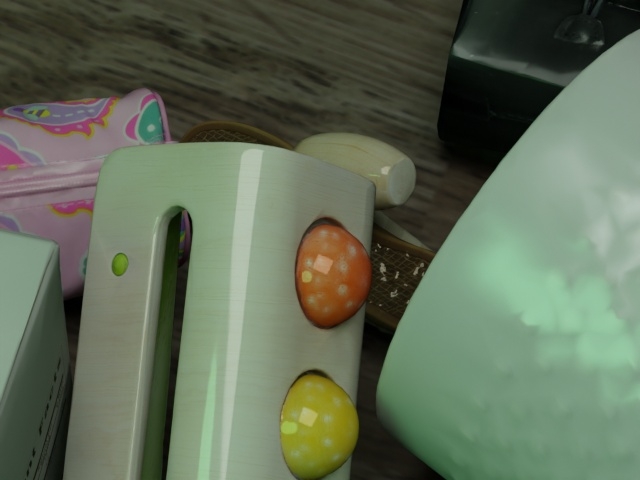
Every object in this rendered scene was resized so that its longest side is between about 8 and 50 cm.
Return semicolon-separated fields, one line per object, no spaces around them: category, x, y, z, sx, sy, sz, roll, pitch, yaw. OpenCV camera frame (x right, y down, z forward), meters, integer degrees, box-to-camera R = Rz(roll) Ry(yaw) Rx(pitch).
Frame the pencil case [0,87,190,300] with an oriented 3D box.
pencil case;-0.219;-0.014;1.073;0.284;0.124;0.124;-9;62;-22

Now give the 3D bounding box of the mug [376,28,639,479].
mug;0.248;0.056;0.924;0.328;0.374;0.276;37;50;19

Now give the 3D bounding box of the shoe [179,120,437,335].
shoe;0.000;0.000;1.151;0.219;0.058;0.076;34;86;17

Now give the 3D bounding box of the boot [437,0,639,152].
boot;0.333;-0.153;1.216;0.445;0.146;0.367;11;38;17

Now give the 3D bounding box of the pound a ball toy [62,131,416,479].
pound a ball toy;-0.016;0.078;0.994;0.135;0.208;0.319;1;80;34

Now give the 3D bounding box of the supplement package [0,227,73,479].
supplement package;-0.231;0.120;0.927;0.177;0.293;0.175;13;61;3
